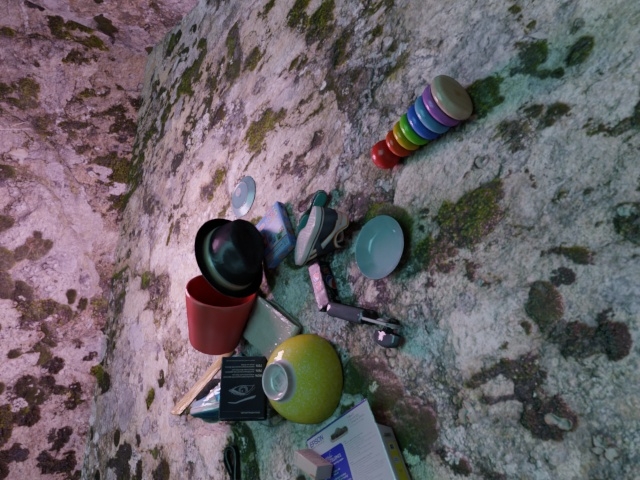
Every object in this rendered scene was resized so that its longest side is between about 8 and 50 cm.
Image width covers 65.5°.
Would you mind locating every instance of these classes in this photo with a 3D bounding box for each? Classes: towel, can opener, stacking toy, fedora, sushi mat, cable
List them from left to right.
[{"bbox_3d":[-0.459,0.554,1.943,0.316,0.019,0.151,-49,14,-29],"label":"sushi mat"},{"bbox_3d":[-0.323,0.898,1.804,0.140,0.072,0.286,-21,63,39],"label":"cable"},{"bbox_3d":[-0.308,0.041,1.860,0.153,0.334,0.333,-35,54,39],"label":"fedora"},{"bbox_3d":[-0.180,0.335,1.823,0.282,0.049,0.187,31,104,49],"label":"towel"},{"bbox_3d":[0.123,0.248,1.466,0.284,0.076,0.095,4,82,51],"label":"can opener"},{"bbox_3d":[0.272,-0.317,1.434,0.330,0.141,0.141,-40,51,45],"label":"stacking toy"}]

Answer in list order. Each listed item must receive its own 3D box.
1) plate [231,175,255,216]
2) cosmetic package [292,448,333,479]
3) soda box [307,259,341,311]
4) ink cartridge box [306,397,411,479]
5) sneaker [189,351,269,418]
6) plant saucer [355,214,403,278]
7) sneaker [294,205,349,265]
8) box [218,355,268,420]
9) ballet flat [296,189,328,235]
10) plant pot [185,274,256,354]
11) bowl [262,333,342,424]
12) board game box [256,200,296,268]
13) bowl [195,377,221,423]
[{"bbox_3d":[-0.350,-0.197,2.200,0.188,0.024,0.188,-17,68,47],"label":"plate"},{"bbox_3d":[-0.023,0.647,1.439,0.115,0.060,0.041,7,87,55],"label":"cosmetic package"},{"bbox_3d":[0.012,0.151,1.643,0.060,0.053,0.168,-41,51,34],"label":"soda box"},{"bbox_3d":[0.106,0.645,1.376,0.303,0.072,0.307,-47,45,34],"label":"ink cartridge box"},{"bbox_3d":[-0.340,0.534,1.850,0.319,0.127,0.208,-19,56,13],"label":"sneaker"},{"bbox_3d":[0.184,0.022,1.490,0.195,0.038,0.194,-17,67,46],"label":"plant saucer"},{"bbox_3d":[0.000,0.000,1.663,0.321,0.128,0.126,124,150,-60],"label":"sneaker"},{"bbox_3d":[-0.258,0.502,1.684,0.108,0.153,0.206,93,178,-67],"label":"box"},{"bbox_3d":[-0.028,-0.100,1.771,0.188,0.070,0.070,-56,43,20],"label":"ballet flat"},{"bbox_3d":[-0.401,0.292,1.937,0.275,0.275,0.243,40,124,48],"label":"plant pot"},{"bbox_3d":[-0.088,0.438,1.567,0.290,0.156,0.289,-10,75,41],"label":"bowl"},{"bbox_3d":[-0.174,-0.023,1.927,0.160,0.039,0.211,-46,49,33],"label":"board game box"},{"bbox_3d":[-0.395,0.631,1.943,0.170,0.080,0.170,-9,63,19],"label":"bowl"}]
